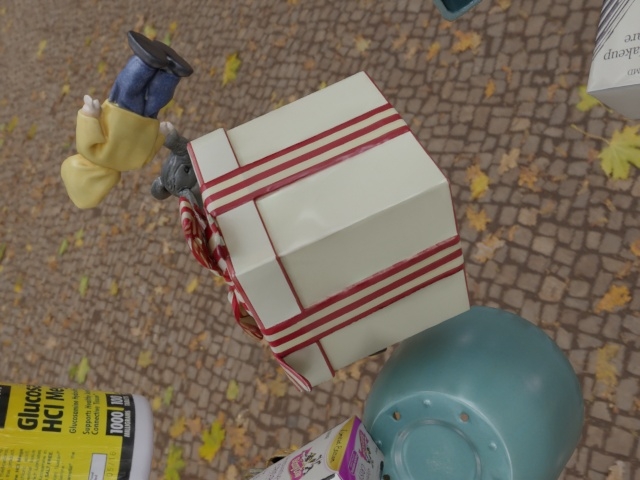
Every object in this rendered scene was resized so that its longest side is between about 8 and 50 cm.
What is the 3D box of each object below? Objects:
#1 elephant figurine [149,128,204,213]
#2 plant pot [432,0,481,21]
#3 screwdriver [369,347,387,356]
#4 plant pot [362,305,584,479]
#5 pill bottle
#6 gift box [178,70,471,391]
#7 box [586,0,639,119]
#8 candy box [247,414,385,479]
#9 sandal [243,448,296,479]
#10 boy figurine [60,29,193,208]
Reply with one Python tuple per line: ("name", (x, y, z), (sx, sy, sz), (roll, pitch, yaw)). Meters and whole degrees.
("elephant figurine", (-0.279, -0.130, 1.431), (0.169, 0.239, 0.185), (-19, 87, 33))
("plant pot", (0.180, -0.507, 0.900), (0.248, 0.247, 0.252), (-33, 61, 19))
("screwdriver", (0.060, 0.210, 1.266), (0.024, 0.170, 0.025), (-51, 51, 39))
("plant pot", (0.190, 0.253, 0.913), (0.293, 0.235, 0.292), (3, 98, 26))
("pill bottle", (-0.408, 0.287, 0.903), (0.188, 0.334, 0.187), (-39, 46, 55))
("gift box", (0.000, 0.000, 0.743), (0.258, 0.255, 0.276), (-24, 42, -1))
("box", (0.375, -0.275, 0.712), (0.113, 0.094, 0.275), (3, 79, 55))
("candy box", (-0.044, 0.315, 0.786), (0.233, 0.159, 0.071), (-34, 91, 12))
("sandal", (-0.047, 0.371, 1.127), (0.072, 0.180, 0.049), (-46, 51, 50))
("boy figurine", (-0.305, -0.172, 1.048), (0.092, 0.177, 0.285), (47, 114, 24))
